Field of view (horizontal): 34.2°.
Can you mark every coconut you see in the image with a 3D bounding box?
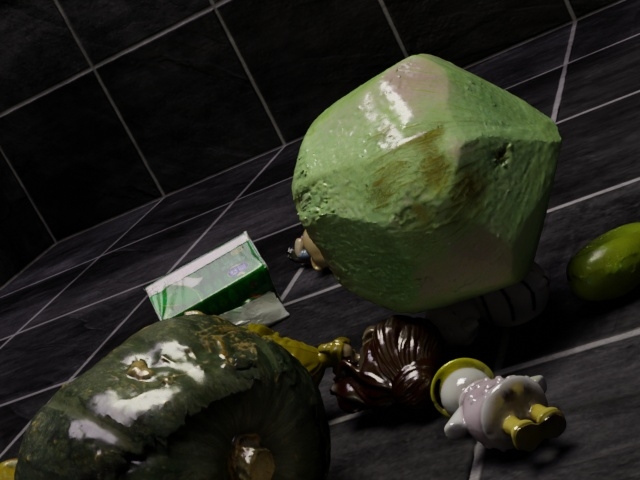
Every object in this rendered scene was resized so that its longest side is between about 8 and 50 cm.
[{"bbox_3d":[0.142,-0.070,1.277,0.328,0.329,0.281,-21,-3,22],"label":"coconut"}]

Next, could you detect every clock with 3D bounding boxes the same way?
[{"bbox_3d":[0.215,0.085,1.356,0.176,0.080,0.117,-22,15,23],"label":"clock"}]

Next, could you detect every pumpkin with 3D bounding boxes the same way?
[{"bbox_3d":[-0.149,0.226,1.111,0.257,0.292,0.328,3,44,47],"label":"pumpkin"}]

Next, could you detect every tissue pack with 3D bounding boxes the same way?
[{"bbox_3d":[-0.176,0.116,1.836,0.209,0.148,0.156,-28,55,-7],"label":"tissue pack"}]

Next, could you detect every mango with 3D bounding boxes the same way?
[{"bbox_3d":[0.376,0.026,1.298,0.165,0.074,0.091,-22,6,-29],"label":"mango"}]

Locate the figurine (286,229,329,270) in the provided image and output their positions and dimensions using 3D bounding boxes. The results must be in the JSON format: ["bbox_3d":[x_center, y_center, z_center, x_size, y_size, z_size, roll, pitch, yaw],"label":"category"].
[{"bbox_3d":[0.000,0.000,1.984,0.114,0.108,0.196,-30,9,-24],"label":"figurine"}]

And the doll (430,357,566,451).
[{"bbox_3d":[0.180,0.175,1.115,0.129,0.081,0.207,-24,11,-17],"label":"doll"}]

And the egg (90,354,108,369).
[{"bbox_3d":[-0.263,0.253,1.426,0.182,0.183,0.264,-13,28,44],"label":"egg"}]

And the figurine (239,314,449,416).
[{"bbox_3d":[0.011,0.163,1.326,0.315,0.187,0.168,-13,15,20],"label":"figurine"}]

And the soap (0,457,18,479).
[{"bbox_3d":[-0.386,0.403,1.267,0.304,0.169,0.339,13,-46,-40],"label":"soap"}]
